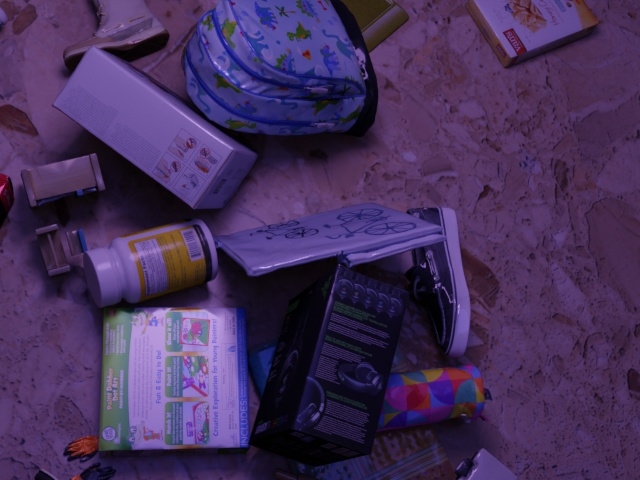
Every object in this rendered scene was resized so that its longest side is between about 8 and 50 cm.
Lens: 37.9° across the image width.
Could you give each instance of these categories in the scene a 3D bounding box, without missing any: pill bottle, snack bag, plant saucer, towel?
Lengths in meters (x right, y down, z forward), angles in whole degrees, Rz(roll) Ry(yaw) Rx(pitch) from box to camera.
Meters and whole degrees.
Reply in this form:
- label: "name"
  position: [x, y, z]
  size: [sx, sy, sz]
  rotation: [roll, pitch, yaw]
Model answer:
- label: "pill bottle"
  position: [-0.292, 0.040, 1.604]
  size: [0.208, 0.119, 0.119]
  rotation: [-16, 71, -25]
- label: "snack bag"
  position: [0.000, 0.000, 1.607]
  size: [0.342, 0.323, 0.037]
  rotation: [-13, 104, -16]
- label: "plant saucer"
  position: [0.066, -0.487, 1.946]
  size: [0.188, 0.045, 0.188]
  rotation: [43, 67, 8]
- label: "towel"
  position: [0.056, 0.314, 1.616]
  size: [0.271, 0.040, 0.370]
  rotation: [-19, 74, -16]

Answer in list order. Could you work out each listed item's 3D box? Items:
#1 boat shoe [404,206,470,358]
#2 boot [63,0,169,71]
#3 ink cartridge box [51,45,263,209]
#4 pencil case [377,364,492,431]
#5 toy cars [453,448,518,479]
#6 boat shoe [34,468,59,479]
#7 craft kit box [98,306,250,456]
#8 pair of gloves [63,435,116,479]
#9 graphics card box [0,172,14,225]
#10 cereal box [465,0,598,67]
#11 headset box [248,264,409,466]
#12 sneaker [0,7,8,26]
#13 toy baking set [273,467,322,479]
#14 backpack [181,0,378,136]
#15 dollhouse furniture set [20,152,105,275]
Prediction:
- label: "boat shoe"
  position: [0.206, 0.072, 1.707]
  size: [0.102, 0.108, 0.301]
  rotation: [2, 65, -10]
- label: "boot"
  position: [-0.422, -0.423, 1.810]
  size: [0.213, 0.077, 0.165]
  rotation: [-24, 74, -24]
- label: "ink cartridge box"
  position: [-0.279, -0.194, 1.687]
  size: [0.309, 0.272, 0.130]
  rotation: [36, 97, 6]
- label: "pencil case"
  position: [0.168, 0.269, 1.583]
  size: [0.236, 0.104, 0.104]
  rotation: [-3, 68, -11]
- label: "toy cars"
  position: [0.238, 0.542, 1.519]
  size: [0.176, 0.087, 0.394]
  rotation: [3, 71, -9]
- label: "boat shoe"
  position: [-0.409, 0.419, 1.476]
  size: [0.042, 0.049, 0.133]
  rotation: [-39, 84, -30]
- label: "craft kit box"
  position: [-0.246, 0.236, 1.577]
  size: [0.246, 0.061, 0.250]
  rotation: [3, 66, -14]
- label: "pair of gloves"
  position: [-0.378, 0.362, 1.527]
  size: [0.074, 0.010, 0.083]
  rotation: [-14, 72, -16]
- label: "graphics card box"
  position: [-0.699, 0.027, 1.561]
  size: [0.232, 0.094, 0.371]
  rotation: [19, 64, -3]
- label: "cereal box"
  position: [0.457, -0.489, 2.019]
  size: [0.240, 0.047, 0.173]
  rotation: [-24, 74, -19]
- label: "headset box"
  position: [0.013, 0.198, 1.489]
  size: [0.131, 0.246, 0.283]
  rotation: [22, 68, -13]
- label: "sneaker"
  position: [-0.720, -0.429, 1.764]
  size: [0.240, 0.091, 0.126]
  rotation: [23, 84, -1]
- label: "toy baking set"
  position: [-0.046, 0.473, 1.509]
  size: [0.256, 0.030, 0.197]
  rotation: [24, 75, 6]
- label: "backpack"
  position: [-0.080, -0.327, 1.709]
  size: [0.355, 0.273, 0.290]
  rotation: [-11, 72, -23]
- label: "dollhouse furniture set"
  position: [-0.440, -0.045, 1.640]
  size: [0.129, 0.129, 0.184]
  rotation: [-15, 96, -17]
